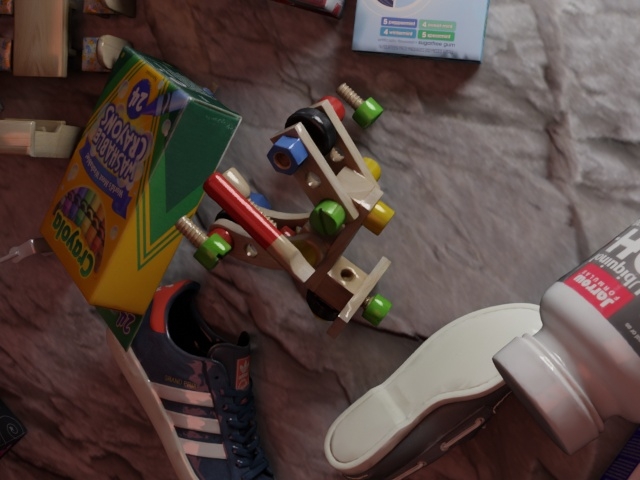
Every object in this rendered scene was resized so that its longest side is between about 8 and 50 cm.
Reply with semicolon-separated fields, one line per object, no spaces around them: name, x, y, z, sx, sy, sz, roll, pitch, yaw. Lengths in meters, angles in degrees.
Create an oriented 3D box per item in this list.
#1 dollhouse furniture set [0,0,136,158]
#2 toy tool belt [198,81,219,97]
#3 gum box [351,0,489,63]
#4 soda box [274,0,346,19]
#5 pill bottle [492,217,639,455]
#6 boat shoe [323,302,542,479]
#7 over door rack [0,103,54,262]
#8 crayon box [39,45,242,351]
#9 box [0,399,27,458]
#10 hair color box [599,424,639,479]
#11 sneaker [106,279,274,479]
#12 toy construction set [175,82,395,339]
dollhouse furniture set;-0.369;-0.227;1.162;0.212;0.161;0.242;4;95;13
toy tool belt;-0.144;-0.160;1.168;0.051;0.052;0.083;-23;70;9
gum box;0.126;-0.312;1.098;0.157;0.041;0.184;7;97;13
soda box;-0.093;-0.350;1.122;0.263;0.092;0.083;19;99;11
pill bottle;0.347;0.081;0.970;0.318;0.176;0.176;-37;85;-1
boat shoe;0.155;0.193;1.117;0.319;0.116;0.099;-36;128;7
over door rack;-0.550;-0.037;1.215;0.324;0.108;0.239;-22;86;1
crayon box;-0.241;-0.054;1.128;0.203;0.083;0.323;40;107;47
box;-0.535;0.282;1.195;0.163;0.247;0.142;-43;86;13
hair color box;0.391;0.327;1.004;0.185;0.110;0.339;37;86;8
sneaker;-0.124;0.206;1.150;0.148;0.131;0.350;-36;85;18
toy construction set;0.000;0.000;1.033;0.237;0.309;0.257;44;110;2
